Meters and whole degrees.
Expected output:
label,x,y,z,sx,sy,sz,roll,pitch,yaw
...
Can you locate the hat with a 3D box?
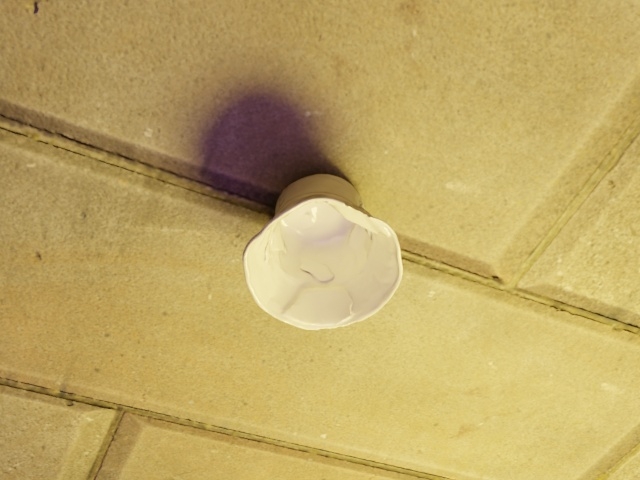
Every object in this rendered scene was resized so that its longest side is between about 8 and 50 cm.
label,x,y,z,sx,sy,sz,roll,pitch,yaw
hat,0.000,0.000,0.870,0.203,0.126,0.203,-3,128,-3
